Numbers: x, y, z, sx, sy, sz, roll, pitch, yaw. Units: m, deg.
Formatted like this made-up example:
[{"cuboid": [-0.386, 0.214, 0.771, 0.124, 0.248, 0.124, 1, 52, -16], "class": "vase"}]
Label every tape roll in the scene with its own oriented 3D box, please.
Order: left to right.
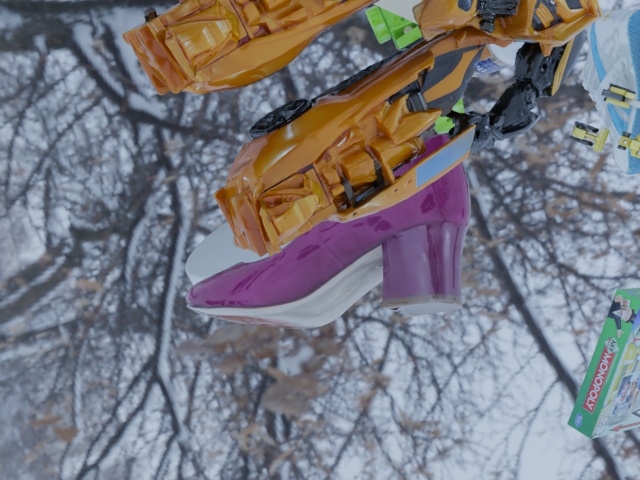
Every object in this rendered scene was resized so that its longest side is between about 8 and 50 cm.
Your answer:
[{"cuboid": [-0.031, -0.009, 1.538, 0.392, 0.392, 0.072, 16, -46, 64], "class": "tape roll"}]

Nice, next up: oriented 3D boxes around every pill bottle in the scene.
[{"cuboid": [0.206, -0.241, 1.172, 0.120, 0.067, 0.067, -6, -77, 65], "class": "pill bottle"}]

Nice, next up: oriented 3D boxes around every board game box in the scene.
[{"cuboid": [0.504, 0.170, 1.394, 0.046, 0.317, 0.213, 32, -66, 44], "class": "board game box"}]

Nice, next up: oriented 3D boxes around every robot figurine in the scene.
[{"cuboid": [0.048, -0.124, 0.552, 0.211, 0.291, 0.085, 63, -18, -20], "class": "robot figurine"}]

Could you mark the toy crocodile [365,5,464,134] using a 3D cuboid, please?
[{"cuboid": [0.171, -0.340, 1.650, 0.340, 0.115, 0.105, 65, 6, 25], "class": "toy crocodile"}]

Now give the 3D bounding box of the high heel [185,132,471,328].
[{"cuboid": [0.000, 0.000, 1.061, 0.377, 0.127, 0.181, -7, -107, 32], "class": "high heel"}]

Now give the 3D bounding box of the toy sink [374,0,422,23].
[{"cuboid": [0.092, -0.340, 0.923, 0.234, 0.131, 0.153, -74, -170, -53], "class": "toy sink"}]

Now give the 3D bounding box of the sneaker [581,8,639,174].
[{"cuboid": [0.414, -0.202, 1.289, 0.092, 0.087, 0.228, 18, -56, 52], "class": "sneaker"}]

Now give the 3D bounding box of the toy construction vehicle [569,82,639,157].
[{"cuboid": [0.372, -0.147, 1.181, 0.098, 0.035, 0.086, 24, -73, 13], "class": "toy construction vehicle"}]
